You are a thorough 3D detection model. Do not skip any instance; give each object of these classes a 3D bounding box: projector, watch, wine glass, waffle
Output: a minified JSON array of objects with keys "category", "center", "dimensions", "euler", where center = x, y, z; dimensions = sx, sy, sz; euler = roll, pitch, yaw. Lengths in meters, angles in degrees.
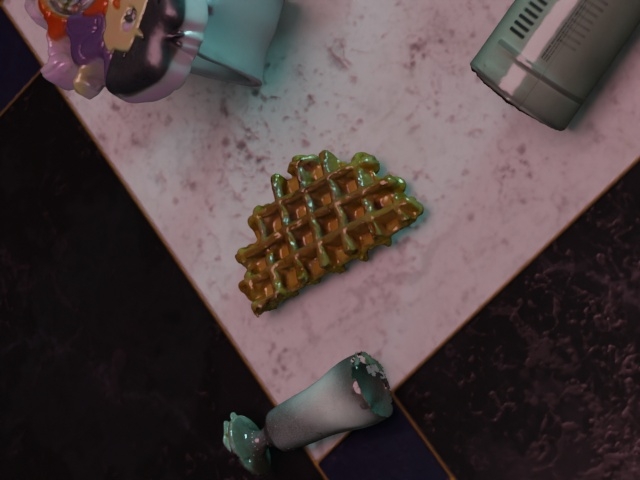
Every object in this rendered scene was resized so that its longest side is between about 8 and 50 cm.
[{"category":"projector","center":[0.267,-0.260,1.740],"dimensions":[0.108,0.108,0.337],"euler":[41,102,30]},{"category":"watch","center":[-0.140,-0.207,1.895],"dimensions":[0.244,0.231,0.196],"euler":[18,88,43]},{"category":"wine glass","center":[-0.012,0.164,1.850],"dimensions":[0.155,0.072,0.072],"euler":[-28,68,25]},{"category":"waffle","center":[0.000,0.000,1.888],"dimensions":[0.160,0.046,0.192],"euler":[34,100,31]}]
